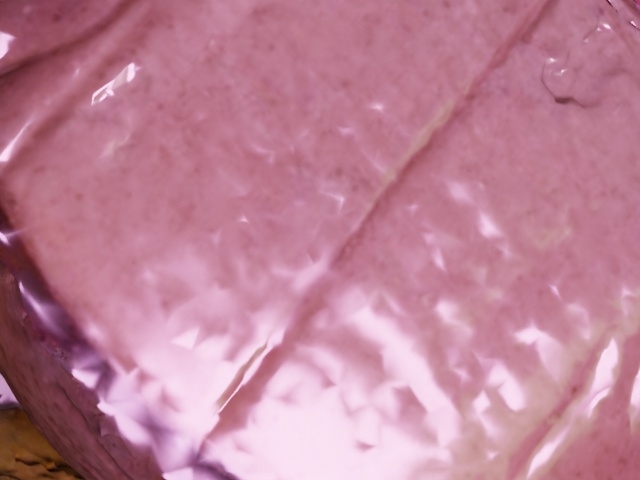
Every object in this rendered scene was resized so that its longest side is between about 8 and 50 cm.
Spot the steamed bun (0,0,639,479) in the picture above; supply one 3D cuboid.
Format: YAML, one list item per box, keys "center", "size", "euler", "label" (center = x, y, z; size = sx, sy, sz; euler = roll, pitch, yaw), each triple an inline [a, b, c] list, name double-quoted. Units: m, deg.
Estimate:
- center: [0.000, 0.000, 0.654]
  size: [0.251, 0.199, 0.301]
  euler: [-43, 99, -13]
  label: "steamed bun"

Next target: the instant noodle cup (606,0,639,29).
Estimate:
- center: [0.137, -0.219, 0.653]
  size: [0.244, 0.244, 0.255]
  euler: [-36, 136, -18]
  label: "instant noodle cup"

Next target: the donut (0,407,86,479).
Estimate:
- center: [-0.146, 0.213, 0.715]
  size: [0.272, 0.107, 0.272]
  euler: [-17, 123, -29]
  label: "donut"
